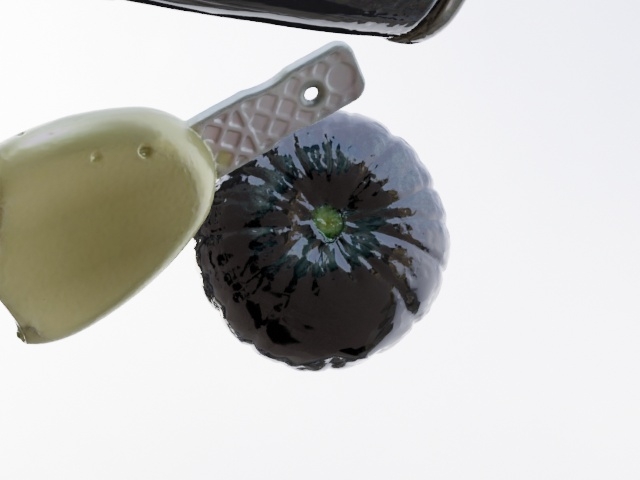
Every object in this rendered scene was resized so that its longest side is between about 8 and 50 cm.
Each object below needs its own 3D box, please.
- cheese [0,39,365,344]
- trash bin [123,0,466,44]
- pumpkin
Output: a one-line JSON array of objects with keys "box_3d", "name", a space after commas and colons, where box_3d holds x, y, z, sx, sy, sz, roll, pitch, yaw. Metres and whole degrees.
[{"box_3d": [-0.089, -0.044, 0.764, 0.127, 0.255, 0.050, 63, -8, -34], "name": "cheese"}, {"box_3d": [-0.022, -0.239, 0.579, 0.182, 0.209, 0.290, -5, -96, 56], "name": "trash bin"}, {"box_3d": [0.000, 0.000, 1.000, 0.202, 0.202, 0.140, 38, -13, 2], "name": "pumpkin"}]
